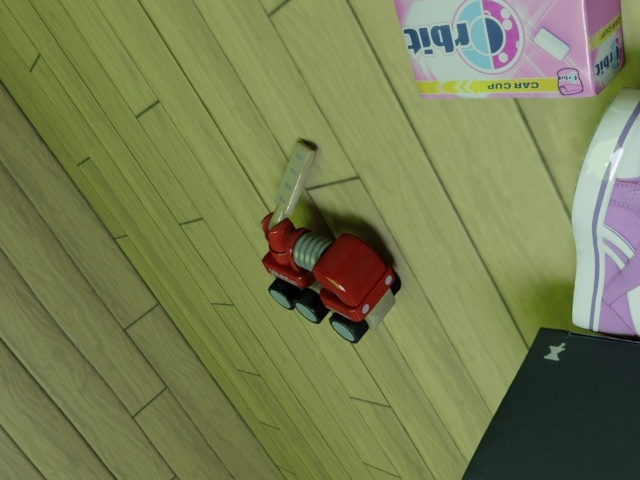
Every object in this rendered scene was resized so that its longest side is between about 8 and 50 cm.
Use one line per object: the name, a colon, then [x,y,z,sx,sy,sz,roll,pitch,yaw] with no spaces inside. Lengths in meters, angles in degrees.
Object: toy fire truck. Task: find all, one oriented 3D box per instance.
toy fire truck: [0.000,0.000,0.895,0.217,0.158,0.246,22,151,40]

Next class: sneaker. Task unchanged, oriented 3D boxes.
sneaker: [0.310,-0.003,0.507,0.161,0.102,0.282,19,149,37]

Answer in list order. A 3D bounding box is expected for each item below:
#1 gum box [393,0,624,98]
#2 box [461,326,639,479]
gum box: [0.157,-0.188,0.524,0.188,0.062,0.107,14,134,46]
box: [0.377,0.301,0.569,0.293,0.212,0.395,1,136,53]
